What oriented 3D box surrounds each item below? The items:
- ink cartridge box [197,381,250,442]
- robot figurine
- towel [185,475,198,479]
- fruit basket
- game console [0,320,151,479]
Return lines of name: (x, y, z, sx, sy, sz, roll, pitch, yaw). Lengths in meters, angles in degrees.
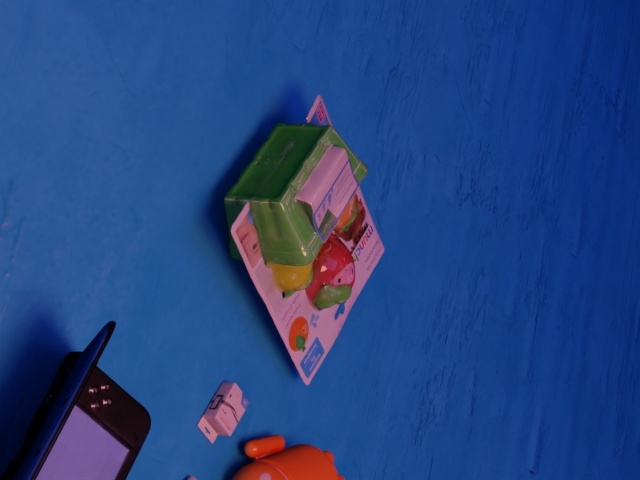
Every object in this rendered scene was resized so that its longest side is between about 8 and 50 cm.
ink cartridge box: (-0.146, 0.262, 1.706, 0.048, 0.028, 0.083, 57, 47, -32)
robot figurine: (-0.055, 0.390, 1.734, 0.219, 0.128, 0.158, -9, 108, -52)
towel: (-0.226, 0.531, 1.579, 0.325, 0.038, 0.248, -43, 120, -44)
fruit basket: (0.000, 0.000, 1.806, 0.327, 0.165, 0.353, -58, 133, -37)
game console: (-0.295, 0.284, 1.396, 0.250, 0.173, 0.293, 50, 51, -37)
